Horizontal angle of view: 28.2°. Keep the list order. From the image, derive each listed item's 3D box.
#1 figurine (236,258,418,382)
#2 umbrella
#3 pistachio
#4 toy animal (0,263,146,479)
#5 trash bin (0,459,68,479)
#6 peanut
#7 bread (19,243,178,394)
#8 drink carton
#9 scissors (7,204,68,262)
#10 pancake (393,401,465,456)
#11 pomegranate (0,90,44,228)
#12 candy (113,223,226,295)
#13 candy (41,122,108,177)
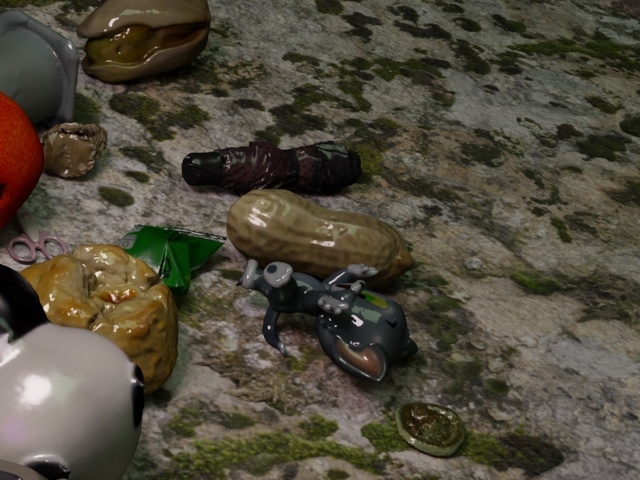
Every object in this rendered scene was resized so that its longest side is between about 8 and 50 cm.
[{"bbox_3d":[0.004,0.104,1.764,0.265,0.140,0.193,8,7,8],"label":"figurine"},{"bbox_3d":[-0.076,-0.118,2.108,0.326,0.090,0.094,-4,41,-31],"label":"umbrella"},{"bbox_3d":[-0.323,-0.389,2.341,0.288,0.166,0.197,-19,23,-39],"label":"pistachio"},{"bbox_3d":[-0.343,0.169,1.403,0.310,0.251,0.251,25,32,22],"label":"toy animal"},{"bbox_3d":[-0.249,0.347,1.125,0.290,0.182,0.209,45,41,-16],"label":"trash bin"},{"bbox_3d":[0.000,0.000,1.937,0.298,0.120,0.136,16,12,-10],"label":"peanut"},{"bbox_3d":[-0.292,0.095,1.629,0.244,0.134,0.244,15,30,-9],"label":"bread"},{"bbox_3d":[-0.516,-0.238,2.014,0.191,0.185,0.189,33,46,20],"label":"drink carton"},{"bbox_3d":[-0.427,-0.025,1.851,0.085,0.022,0.176,-4,41,-29],"label":"scissors"},{"bbox_3d":[0.149,0.252,1.714,0.108,0.017,0.108,10,31,-6],"label":"pancake"},{"bbox_3d":[-0.510,-0.119,1.781,0.221,0.220,0.257,-4,21,-31],"label":"pomegranate"},{"bbox_3d":[-0.228,0.021,1.831,0.141,0.078,0.203,20,26,3],"label":"candy"},{"bbox_3d":[-0.388,-0.148,2.006,0.095,0.085,0.110,9,22,-2],"label":"candy"}]
